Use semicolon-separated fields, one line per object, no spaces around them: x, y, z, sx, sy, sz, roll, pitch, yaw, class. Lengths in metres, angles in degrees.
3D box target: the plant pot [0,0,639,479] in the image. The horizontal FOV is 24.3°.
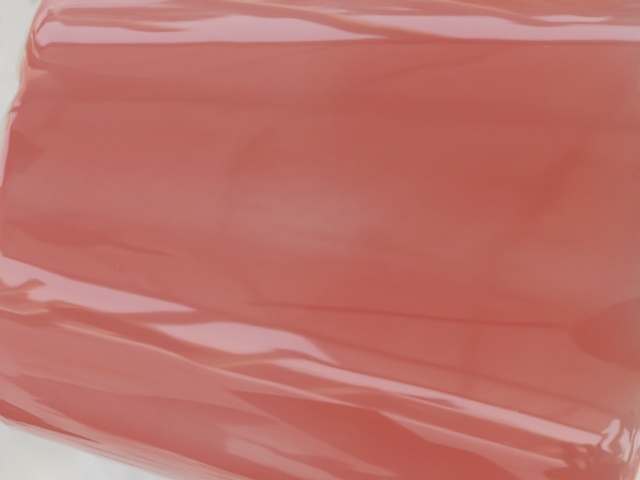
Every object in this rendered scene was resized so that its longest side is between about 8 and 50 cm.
0.000;0.000;0.623;0.243;0.275;0.275;8;69;0;plant pot
